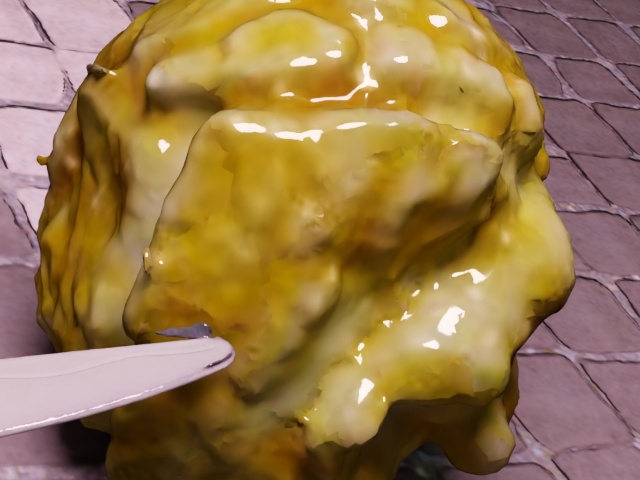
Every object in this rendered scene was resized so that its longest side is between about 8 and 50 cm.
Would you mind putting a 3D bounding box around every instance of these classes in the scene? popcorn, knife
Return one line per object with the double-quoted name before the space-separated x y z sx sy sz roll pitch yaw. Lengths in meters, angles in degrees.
"popcorn" -0.005 -0.005 0.738 0.247 0.282 0.282 0 36 -16
"knife" -0.200 0.062 0.580 0.336 0.043 0.081 -7 22 1
